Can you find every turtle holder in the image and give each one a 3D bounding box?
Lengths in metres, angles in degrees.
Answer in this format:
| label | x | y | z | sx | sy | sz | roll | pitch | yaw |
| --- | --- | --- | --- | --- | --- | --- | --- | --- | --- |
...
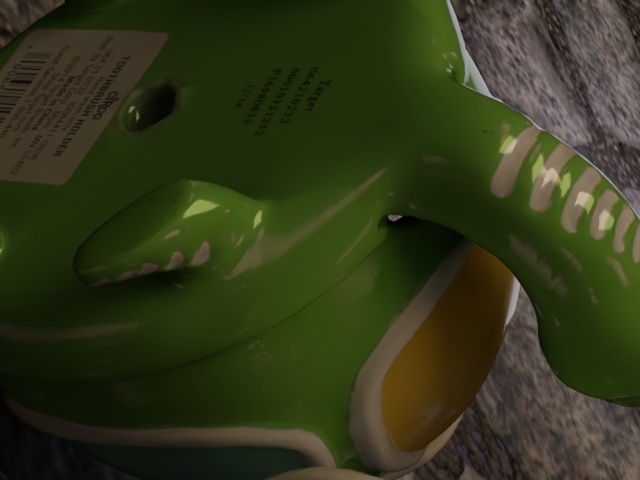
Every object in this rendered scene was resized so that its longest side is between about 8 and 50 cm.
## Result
| label | x | y | z | sx | sy | sz | roll | pitch | yaw |
| --- | --- | --- | --- | --- | --- | --- | --- | --- | --- |
| turtle holder | -0.005 | -0.012 | 0.814 | 0.227 | 0.320 | 0.243 | 56 | 24 | -39 |

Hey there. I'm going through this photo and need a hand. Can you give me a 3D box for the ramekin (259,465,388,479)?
| label | x | y | z | sx | sy | sz | roll | pitch | yaw |
| --- | --- | --- | --- | --- | --- | --- | --- | --- | --- |
| ramekin | 0.003 | 0.215 | 0.678 | 0.135 | 0.277 | 0.277 | 34 | 39 | -29 |
